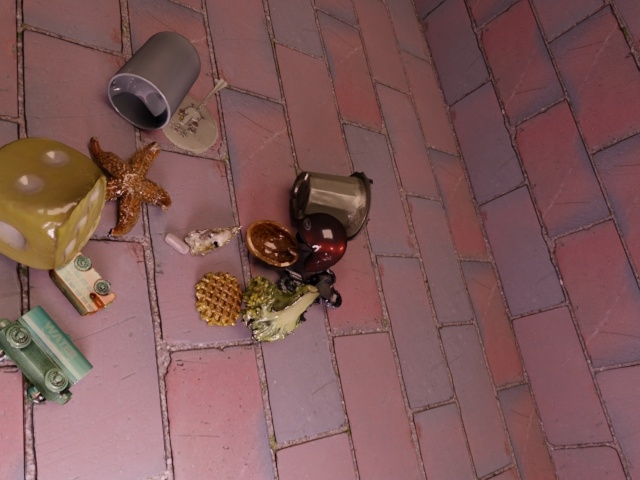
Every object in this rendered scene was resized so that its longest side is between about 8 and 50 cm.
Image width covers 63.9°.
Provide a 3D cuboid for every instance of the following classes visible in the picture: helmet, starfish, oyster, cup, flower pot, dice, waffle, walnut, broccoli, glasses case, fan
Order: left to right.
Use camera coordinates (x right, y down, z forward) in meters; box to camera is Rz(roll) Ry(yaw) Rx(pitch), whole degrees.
[{"bbox_3d":[-0.678,-0.090,1.249,0.227,0.238,0.233,27,47,-5],"label":"dice"},{"bbox_3d":[-0.586,-0.176,1.514,0.303,0.113,0.312,-24,90,-47],"label":"starfish"},{"bbox_3d":[-0.525,-0.533,1.677,0.205,0.205,0.312,38,47,-23],"label":"cup"},{"bbox_3d":[-0.450,0.010,1.606,0.083,0.021,0.032,41,45,-21],"label":"glasses case"},{"bbox_3d":[-0.440,-0.482,1.868,0.233,0.012,0.414,40,48,-22],"label":"fan"},{"bbox_3d":[-0.355,-0.001,1.693,0.200,0.061,0.106,2,86,-40],"label":"oyster"},{"bbox_3d":[-0.320,0.183,1.629,0.191,0.038,0.191,20,58,-35],"label":"waffle"},{"bbox_3d":[-0.181,0.018,1.806,0.211,0.087,0.167,28,56,-21],"label":"walnut"},{"bbox_3d":[-0.141,0.189,1.662,0.242,0.273,0.180,24,25,-47],"label":"broccoli"},{"bbox_3d":[0.000,0.000,1.837,0.216,0.193,0.189,47,19,-43],"label":"helmet"},{"bbox_3d":[0.029,-0.148,1.989,0.259,0.290,0.290,8,64,-26],"label":"flower pot"}]

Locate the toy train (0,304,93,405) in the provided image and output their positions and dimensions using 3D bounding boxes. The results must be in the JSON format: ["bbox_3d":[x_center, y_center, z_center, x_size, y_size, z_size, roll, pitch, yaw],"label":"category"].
[{"bbox_3d":[-0.664,0.273,1.234,0.248,0.101,0.159,55,28,-8],"label":"toy train"}]

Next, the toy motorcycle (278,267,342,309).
[{"bbox_3d":[-0.032,0.156,1.864,0.270,0.106,0.159,21,55,-29],"label":"toy motorcycle"}]

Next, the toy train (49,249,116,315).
[{"bbox_3d":[-0.631,0.113,1.353,0.188,0.072,0.099,53,51,-8],"label":"toy train"}]
